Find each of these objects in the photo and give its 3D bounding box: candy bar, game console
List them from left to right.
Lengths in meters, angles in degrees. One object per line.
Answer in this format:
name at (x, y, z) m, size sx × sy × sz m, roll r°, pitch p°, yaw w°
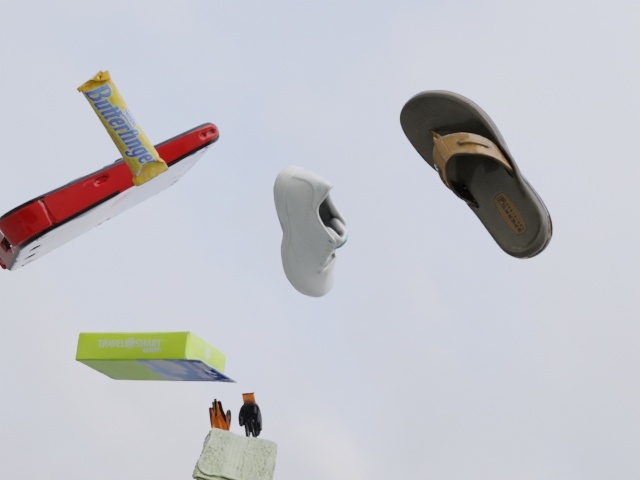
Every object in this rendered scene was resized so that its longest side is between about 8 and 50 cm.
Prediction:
game console at (-0.338, -0.068, 2.285) m, size 0.060 × 0.342 × 0.386 m, roll 60°, pitch -17°, yaw -1°
candy bar at (-0.207, -0.117, 1.563) m, size 0.018 × 0.040 × 0.161 m, roll 58°, pitch -4°, yaw 42°

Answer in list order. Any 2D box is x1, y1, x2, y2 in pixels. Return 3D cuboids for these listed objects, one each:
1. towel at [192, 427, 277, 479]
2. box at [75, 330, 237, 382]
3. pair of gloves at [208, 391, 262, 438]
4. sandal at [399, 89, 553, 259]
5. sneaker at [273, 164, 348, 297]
towel at (-0.113, 0.301, 2.054) m, size 0.110 × 0.148 × 0.027 m, roll 11°, pitch -73°, yaw 1°
box at (-0.203, 0.146, 1.877) m, size 0.178 × 0.042 × 0.109 m, roll -2°, pitch -20°, yaw 23°
pair of gloves at (-0.132, 0.278, 2.339) m, size 0.010 × 0.083 × 0.074 m, roll 11°, pitch 67°, yaw -79°
sandal at (0.159, -0.071, 1.581) m, size 0.090 × 0.060 × 0.219 m, roll -41°, pitch -107°, yaw 29°
sneaker at (0.000, 0.000, 2.003) m, size 0.094 × 0.080 × 0.212 m, roll 14°, pitch -43°, yaw 30°
